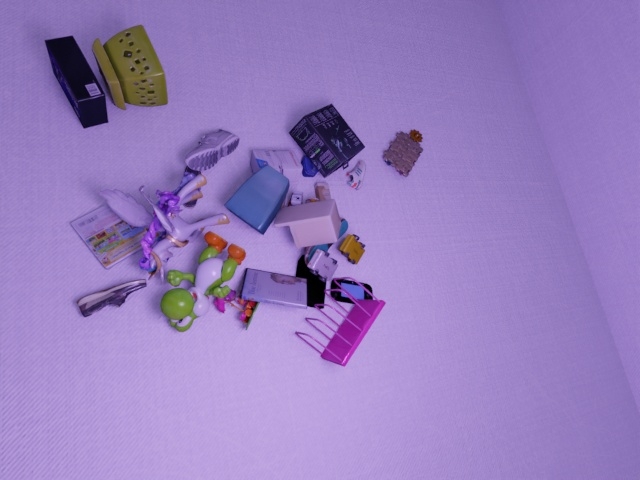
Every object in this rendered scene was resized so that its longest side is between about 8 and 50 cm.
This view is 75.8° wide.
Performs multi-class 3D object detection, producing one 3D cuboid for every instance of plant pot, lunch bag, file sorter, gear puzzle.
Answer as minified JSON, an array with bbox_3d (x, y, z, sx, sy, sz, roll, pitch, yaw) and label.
[{"bbox_3d":[-0.232,-0.169,1.633,0.166,0.165,0.234,36,83,2],"label":"plant pot"},{"bbox_3d":[-0.743,-0.659,1.607,0.207,0.227,0.228,-24,84,-22],"label":"plant pot"},{"bbox_3d":[-0.048,-0.338,1.883,0.067,0.065,0.098,-4,73,-25],"label":"lunch bag"},{"bbox_3d":[0.067,0.302,1.602,0.182,0.202,0.290,42,70,-12],"label":"file sorter"},{"bbox_3d":[0.445,-0.480,2.166,0.176,0.044,0.338,38,59,-6],"label":"gear puzzle"}]

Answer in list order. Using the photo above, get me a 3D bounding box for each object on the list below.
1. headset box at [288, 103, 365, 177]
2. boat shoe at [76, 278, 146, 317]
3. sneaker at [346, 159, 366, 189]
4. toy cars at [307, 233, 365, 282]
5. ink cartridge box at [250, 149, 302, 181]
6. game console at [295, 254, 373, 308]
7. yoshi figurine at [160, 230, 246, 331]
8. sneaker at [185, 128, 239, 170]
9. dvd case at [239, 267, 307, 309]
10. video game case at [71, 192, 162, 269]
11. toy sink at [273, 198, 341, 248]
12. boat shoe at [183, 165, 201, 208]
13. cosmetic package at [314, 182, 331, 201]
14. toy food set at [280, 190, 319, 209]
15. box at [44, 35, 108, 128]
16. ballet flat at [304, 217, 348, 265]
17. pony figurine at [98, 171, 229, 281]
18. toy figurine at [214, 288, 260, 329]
[{"bbox_3d":[0.042,-0.452,1.883,0.283,0.131,0.246,51,43,-4],"label":"headset box"},{"bbox_3d":[-0.705,0.197,1.409,0.224,0.080,0.073,-20,87,-23],"label":"boat shoe"},{"bbox_3d":[0.168,-0.325,1.977,0.076,0.057,0.161,20,68,-22],"label":"sneaker"},{"bbox_3d":[0.058,0.060,1.704,0.087,0.176,0.394,27,32,29],"label":"toy cars"},{"bbox_3d":[-0.193,-0.322,1.777,0.191,0.082,0.139,-4,46,-26],"label":"ink cartridge box"},{"bbox_3d":[0.064,0.194,1.761,0.362,0.044,0.212,13,68,-20],"label":"game console"},{"bbox_3d":[-0.427,0.149,1.442,0.203,0.204,0.361,36,78,-29],"label":"yoshi figurine"},{"bbox_3d":[-0.465,-0.379,1.700,0.115,0.105,0.281,35,43,9],"label":"sneaker"},{"bbox_3d":[-0.175,0.183,1.589,0.254,0.022,0.180,11,30,-8],"label":"dvd case"},{"bbox_3d":[-0.739,-0.038,1.501,0.227,0.026,0.206,-38,90,-30],"label":"video game case"},{"bbox_3d":[-0.048,-0.061,1.653,0.152,0.235,0.131,-75,152,-58],"label":"toy sink"},{"bbox_3d":[-0.512,-0.231,1.643,0.075,0.065,0.205,7,69,-19],"label":"boat shoe"},{"bbox_3d":[0.013,-0.204,1.877,0.061,0.041,0.114,-6,75,-26],"label":"cosmetic package"},{"bbox_3d":[-0.112,-0.185,1.767,0.233,0.111,0.104,4,68,11],"label":"toy food set"},{"bbox_3d":[-0.900,-0.583,1.528,0.103,0.184,0.261,-28,85,-26],"label":"box"},{"bbox_3d":[0.000,0.000,1.761,0.316,0.106,0.107,-41,135,-41],"label":"ballet flat"},{"bbox_3d":[-0.536,-0.080,1.442,0.363,0.303,0.350,-48,130,-34],"label":"pony figurine"},{"bbox_3d":[-0.315,0.232,1.556,0.160,0.130,0.173,25,42,-4],"label":"toy figurine"}]
